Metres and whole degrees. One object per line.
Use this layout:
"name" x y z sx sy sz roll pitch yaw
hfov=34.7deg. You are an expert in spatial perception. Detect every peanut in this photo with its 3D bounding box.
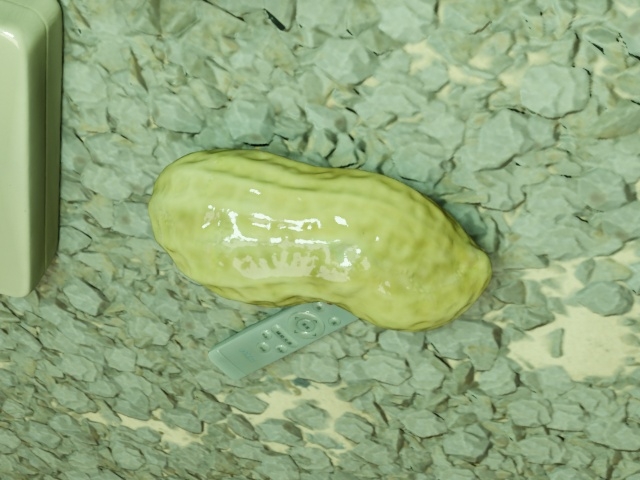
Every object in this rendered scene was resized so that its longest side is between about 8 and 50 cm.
"peanut" 0.000 0.000 0.901 0.306 0.147 0.147 9 134 4

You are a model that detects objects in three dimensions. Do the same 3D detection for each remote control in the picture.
"remote control" -0.040 0.095 1.073 0.184 0.027 0.050 -29 119 32

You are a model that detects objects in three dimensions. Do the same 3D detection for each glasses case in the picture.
"glasses case" -0.320 -0.092 0.954 0.144 0.076 0.336 18 135 1
